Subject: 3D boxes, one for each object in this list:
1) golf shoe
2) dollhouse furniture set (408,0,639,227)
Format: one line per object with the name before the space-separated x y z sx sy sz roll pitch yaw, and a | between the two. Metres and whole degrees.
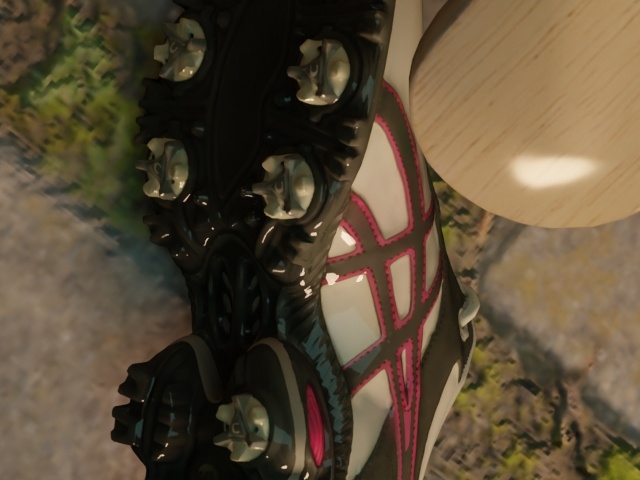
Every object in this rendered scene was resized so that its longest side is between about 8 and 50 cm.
golf shoe | 0.000 0.000 0.709 0.120 0.105 0.273 3 99 -46
dollhouse furniture set | 0.036 -0.141 0.563 0.394 0.362 0.256 31 125 -20
